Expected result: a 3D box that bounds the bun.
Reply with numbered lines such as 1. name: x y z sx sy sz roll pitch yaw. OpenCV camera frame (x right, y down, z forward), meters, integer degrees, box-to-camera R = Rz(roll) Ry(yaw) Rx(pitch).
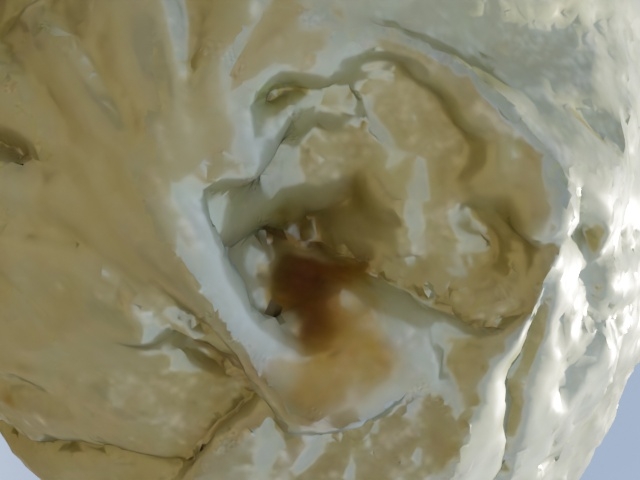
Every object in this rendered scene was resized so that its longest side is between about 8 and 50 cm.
1. bun: 0.000 0.000 0.449 0.227 0.349 0.352 -128 -138 -69
